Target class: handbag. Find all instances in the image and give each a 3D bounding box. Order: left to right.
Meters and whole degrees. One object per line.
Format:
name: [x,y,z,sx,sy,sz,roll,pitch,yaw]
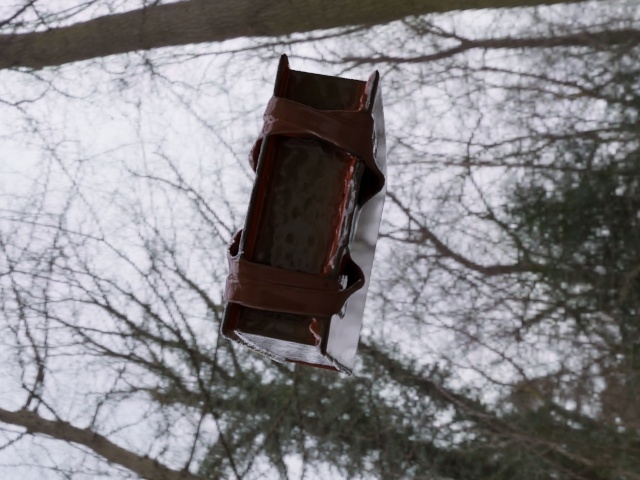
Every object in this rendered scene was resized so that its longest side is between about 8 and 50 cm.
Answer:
handbag: [0.000,0.000,0.444,0.190,0.062,0.127,65,-144,-78]
